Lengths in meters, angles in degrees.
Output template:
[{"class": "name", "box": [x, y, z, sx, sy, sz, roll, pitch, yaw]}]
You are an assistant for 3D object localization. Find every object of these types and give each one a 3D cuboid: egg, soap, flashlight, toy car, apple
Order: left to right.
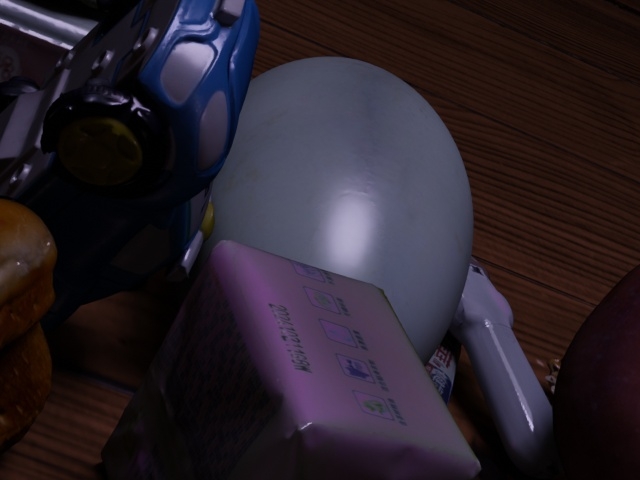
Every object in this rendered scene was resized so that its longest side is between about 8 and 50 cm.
[{"class": "toy car", "box": [-0.135, -0.053, 1.175, 0.166, 0.314, 0.198, 37, 36, -22]}, {"class": "soap", "box": [-0.025, 0.131, 1.065, 0.138, 0.182, 0.199, 17, 25, -27]}, {"class": "egg", "box": [0.000, 0.000, 1.331, 0.230, 0.230, 0.371, 24, 32, -11]}, {"class": "flashlight", "box": [0.146, 0.108, 1.449, 0.093, 0.047, 0.200, 21, 38, -50]}, {"class": "apple", "box": [0.325, 0.142, 1.344, 0.305, 0.306, 0.235, 30, -16, 6]}]

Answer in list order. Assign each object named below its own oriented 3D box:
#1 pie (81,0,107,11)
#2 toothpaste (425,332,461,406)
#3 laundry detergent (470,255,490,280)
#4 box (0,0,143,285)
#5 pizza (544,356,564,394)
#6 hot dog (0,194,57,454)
[{"class": "pie", "box": [-0.211, -0.228, 1.346, 0.186, 0.041, 0.187, 25, 20, -10]}, {"class": "toothpaste", "box": [0.084, 0.116, 1.430, 0.060, 0.038, 0.233, 34, 23, -1]}, {"class": "laundry detergent", "box": [0.022, -0.008, 1.578, 0.171, 0.076, 0.237, -1, 35, -50]}, {"class": "box", "box": [-0.245, -0.117, 1.359, 0.311, 0.182, 0.175, 20, 22, -21]}, {"class": "pizza", "box": [0.290, 0.145, 1.561, 0.194, 0.069, 0.154, 29, 22, -1]}, {"class": "hot dog", "box": [-0.250, 0.084, 0.957, 0.117, 0.158, 0.349, 13, 22, 13]}]
